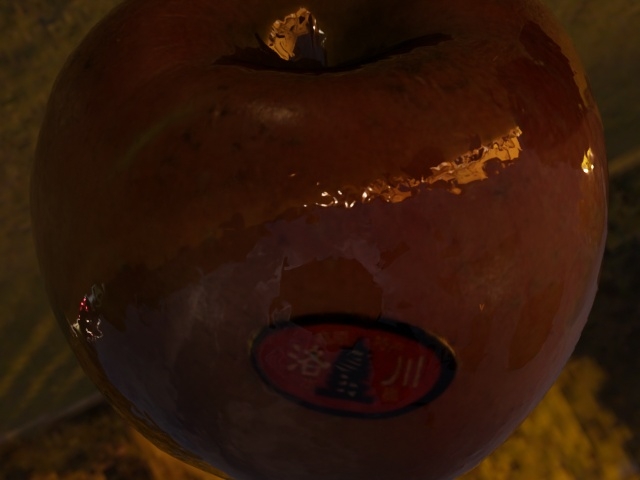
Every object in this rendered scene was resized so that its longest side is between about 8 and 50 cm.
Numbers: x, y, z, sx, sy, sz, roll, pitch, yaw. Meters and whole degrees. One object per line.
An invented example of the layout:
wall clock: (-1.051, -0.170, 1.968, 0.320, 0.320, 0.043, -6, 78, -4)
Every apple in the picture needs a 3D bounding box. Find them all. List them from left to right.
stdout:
apple: (0.000, 0.000, 0.948, 0.338, 0.338, 0.305, -25, 131, -31)
